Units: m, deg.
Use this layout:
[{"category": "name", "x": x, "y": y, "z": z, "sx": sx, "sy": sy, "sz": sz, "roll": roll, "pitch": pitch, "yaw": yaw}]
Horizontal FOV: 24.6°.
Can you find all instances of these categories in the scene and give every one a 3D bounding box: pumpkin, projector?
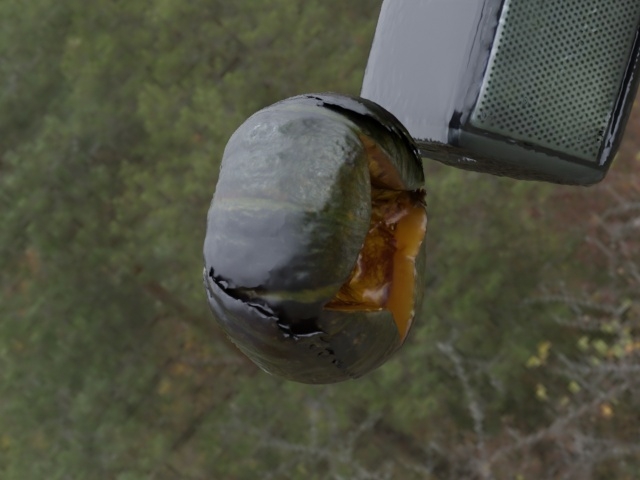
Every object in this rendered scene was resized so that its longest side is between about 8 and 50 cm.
[{"category": "pumpkin", "x": 0.000, "y": 0.000, "z": 1.563, "sx": 0.192, "sy": 0.320, "sz": 0.320, "roll": 4, "pitch": 46, "yaw": 29}, {"category": "projector", "x": 0.240, "y": -0.283, "z": 1.821, "sx": 0.395, "sy": 0.242, "sz": 0.405, "roll": -161, "pitch": 86, "yaw": -71}]
